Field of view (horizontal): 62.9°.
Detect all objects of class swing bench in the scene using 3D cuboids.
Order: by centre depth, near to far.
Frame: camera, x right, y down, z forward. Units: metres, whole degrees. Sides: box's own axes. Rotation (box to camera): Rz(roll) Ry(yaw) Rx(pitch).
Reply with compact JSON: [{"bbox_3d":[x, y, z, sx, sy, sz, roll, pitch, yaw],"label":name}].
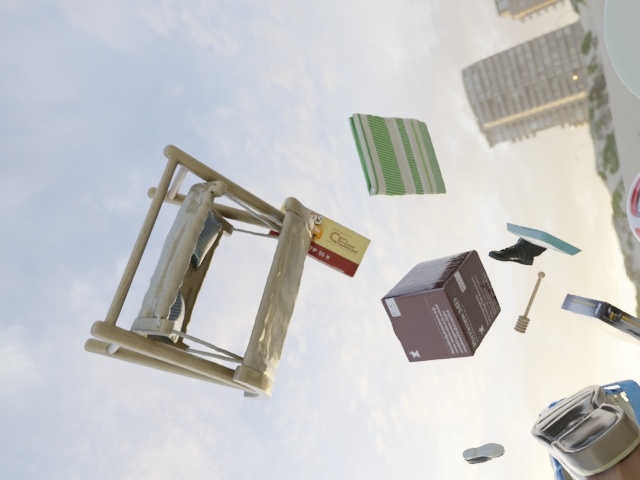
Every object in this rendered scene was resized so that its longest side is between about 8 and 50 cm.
[{"bbox_3d":[-0.138,0.055,0.702,0.254,0.165,0.253,22,-115,-19],"label":"swing bench"}]

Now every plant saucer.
[{"bbox_3d":[0.375,-0.003,0.897,0.018,0.067,0.192,-64,0,6],"label":"plant saucer"}]

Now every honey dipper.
[{"bbox_3d":[0.508,0.148,1.266,0.030,0.030,0.161,-11,-61,-54],"label":"honey dipper"}]

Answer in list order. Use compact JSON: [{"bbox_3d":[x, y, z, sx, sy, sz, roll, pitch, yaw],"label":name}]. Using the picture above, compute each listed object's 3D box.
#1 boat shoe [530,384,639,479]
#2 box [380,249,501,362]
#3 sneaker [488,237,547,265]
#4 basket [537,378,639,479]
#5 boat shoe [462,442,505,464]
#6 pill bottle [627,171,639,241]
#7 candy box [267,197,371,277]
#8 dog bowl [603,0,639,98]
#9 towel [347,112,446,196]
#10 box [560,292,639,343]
[{"bbox_3d":[0.335,0.254,0.629,0.104,0.110,0.307,52,-168,17],"label":"boat shoe"},{"bbox_3d":[0.278,0.148,1.189,0.203,0.167,0.168,-36,-76,-48],"label":"box"},{"bbox_3d":[0.583,0.022,1.538,0.051,0.170,0.089,-105,26,-72],"label":"sneaker"},{"bbox_3d":[0.474,0.349,0.831,0.289,0.201,0.255,58,-160,-75],"label":"basket"},{"bbox_3d":[0.468,0.611,1.488,0.038,0.125,0.046,56,-153,-17],"label":"boat shoe"},{"bbox_3d":[0.688,-0.043,0.823,0.363,0.210,0.210,-109,-2,-80],"label":"pill bottle"},{"bbox_3d":[0.000,0.000,1.123,0.088,0.183,0.316,-63,-2,-2],"label":"candy box"},{"bbox_3d":[0.481,-0.282,0.610,0.104,0.265,0.265,-13,-90,-24],"label":"dog bowl"},{"bbox_3d":[0.226,-0.242,1.500,0.324,0.038,0.248,-7,-102,-42],"label":"towel"},{"bbox_3d":[0.861,0.239,1.538,0.231,0.183,0.056,27,-91,-7],"label":"box"}]
